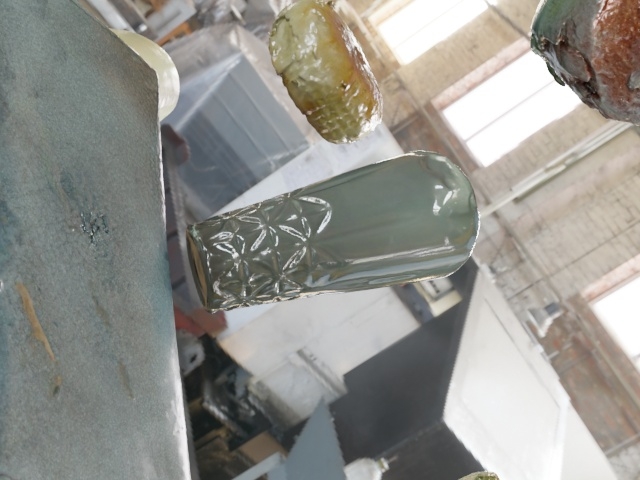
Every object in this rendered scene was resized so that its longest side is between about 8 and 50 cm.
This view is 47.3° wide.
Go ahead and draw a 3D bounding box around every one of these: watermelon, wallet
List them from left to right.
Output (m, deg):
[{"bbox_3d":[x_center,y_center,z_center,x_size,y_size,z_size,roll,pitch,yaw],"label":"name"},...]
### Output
[{"bbox_3d":[-0.160,-0.012,0.481,0.190,0.046,0.379,43,31,-57],"label":"wallet"},{"bbox_3d":[0.209,-0.143,0.546,0.139,0.071,0.187,58,4,13],"label":"watermelon"}]

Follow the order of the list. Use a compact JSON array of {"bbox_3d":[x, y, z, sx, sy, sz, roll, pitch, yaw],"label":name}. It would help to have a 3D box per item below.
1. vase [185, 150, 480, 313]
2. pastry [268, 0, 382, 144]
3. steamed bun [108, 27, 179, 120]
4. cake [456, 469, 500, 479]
[{"bbox_3d":[0.000,0.000,0.849,0.251,0.300,0.156,165,-89,-71],"label":"vase"},{"bbox_3d":[0.013,-0.225,0.963,0.192,0.093,0.182,44,28,-43],"label":"pastry"},{"bbox_3d":[-0.318,-0.182,0.941,0.155,0.250,0.200,58,19,-6],"label":"steamed bun"},{"bbox_3d":[0.124,0.253,0.625,0.140,0.051,0.055,-23,93,-61],"label":"cake"}]
